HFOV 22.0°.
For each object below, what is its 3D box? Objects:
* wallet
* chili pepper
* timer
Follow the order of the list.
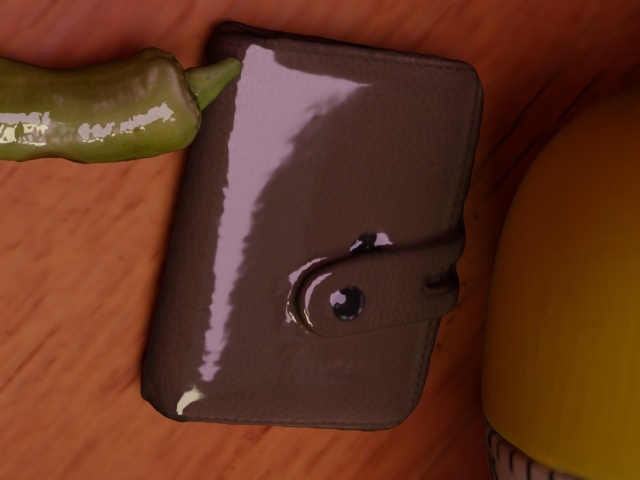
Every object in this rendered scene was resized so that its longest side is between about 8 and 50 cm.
[{"bbox_3d":[0.000,0.000,0.619,0.118,0.039,0.153,4,105,-23],"label":"wallet"},{"bbox_3d":[-0.128,-0.052,0.540,0.208,0.049,0.043,7,71,-24],"label":"chili pepper"},{"bbox_3d":[0.187,-0.004,0.582,0.285,0.285,0.285,-8,111,-21],"label":"timer"}]
